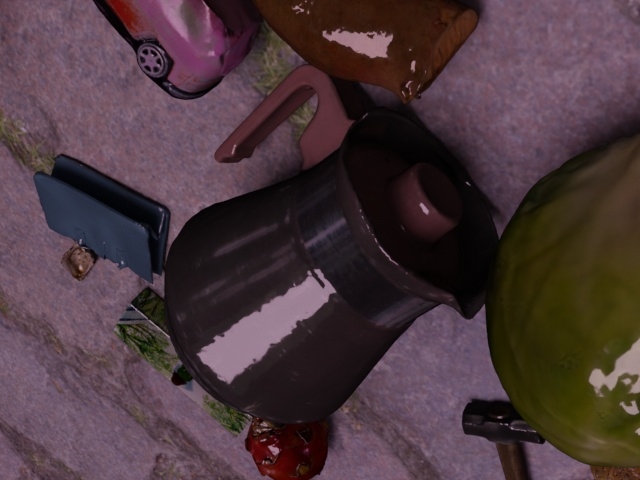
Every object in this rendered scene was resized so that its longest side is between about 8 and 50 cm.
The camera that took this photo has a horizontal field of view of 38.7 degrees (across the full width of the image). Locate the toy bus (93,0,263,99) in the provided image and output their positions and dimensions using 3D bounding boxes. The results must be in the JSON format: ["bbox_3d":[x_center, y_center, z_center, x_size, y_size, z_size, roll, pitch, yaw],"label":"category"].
[{"bbox_3d":[-0.196,-0.319,1.067,0.147,0.127,0.303,-29,103,40],"label":"toy bus"}]

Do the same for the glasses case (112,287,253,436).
[{"bbox_3d":[-0.213,0.202,1.499,0.272,0.062,0.095,39,134,2],"label":"glasses case"}]

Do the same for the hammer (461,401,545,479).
[{"bbox_3d":[0.297,0.382,1.321,0.111,0.043,0.366,0,123,31],"label":"hammer"}]

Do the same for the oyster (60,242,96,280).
[{"bbox_3d":[-0.403,0.033,1.519,0.051,0.034,0.093,29,135,-16],"label":"oyster"}]

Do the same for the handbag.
[{"bbox_3d":[-0.342,-0.030,1.423,0.221,0.057,0.144,26,136,14],"label":"handbag"}]

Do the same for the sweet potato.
[{"bbox_3d":[-0.004,-0.259,0.992,0.336,0.131,0.131,28,132,14],"label":"sweet potato"}]

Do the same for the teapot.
[{"bbox_3d":[0.000,0.000,1.097,0.361,0.305,0.376,-35,70,35],"label":"teapot"}]

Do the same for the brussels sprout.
[{"bbox_3d":[0.313,0.057,0.890,0.268,0.344,0.344,24,139,-22],"label":"brussels sprout"}]

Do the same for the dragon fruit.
[{"bbox_3d":[-0.047,0.345,1.463,0.125,0.125,0.246,3,135,9],"label":"dragon fruit"}]

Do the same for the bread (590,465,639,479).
[{"bbox_3d":[0.447,0.256,1.046,0.305,0.159,0.306,16,128,22],"label":"bread"}]
